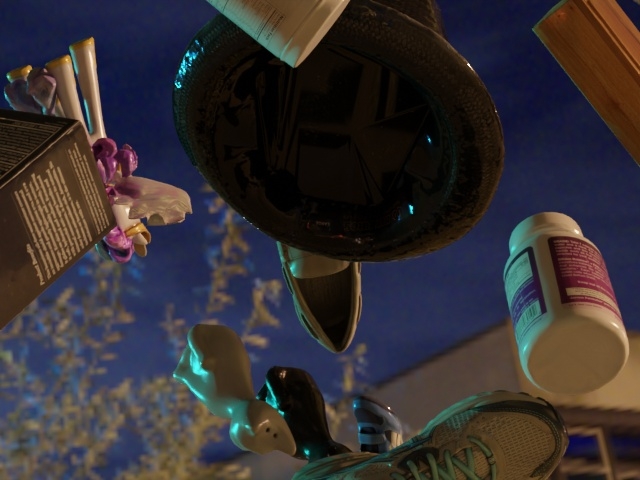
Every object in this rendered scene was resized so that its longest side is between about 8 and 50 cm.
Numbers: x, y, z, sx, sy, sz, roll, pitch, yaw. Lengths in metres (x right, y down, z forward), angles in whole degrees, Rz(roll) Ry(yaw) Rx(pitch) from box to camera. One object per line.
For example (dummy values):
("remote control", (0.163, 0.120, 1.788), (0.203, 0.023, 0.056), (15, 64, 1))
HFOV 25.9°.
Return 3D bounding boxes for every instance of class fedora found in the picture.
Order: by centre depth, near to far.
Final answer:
("fedora", (0.028, -0.131, 1.261), (0.334, 0.152, 0.334), (14, -38, 11))

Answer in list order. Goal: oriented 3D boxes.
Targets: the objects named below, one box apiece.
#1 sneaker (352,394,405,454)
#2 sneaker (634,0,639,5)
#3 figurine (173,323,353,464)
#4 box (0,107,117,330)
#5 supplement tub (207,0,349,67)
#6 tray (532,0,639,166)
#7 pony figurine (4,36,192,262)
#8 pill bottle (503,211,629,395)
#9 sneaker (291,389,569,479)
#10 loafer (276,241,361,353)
("sneaker", (0.074, 0.259, 1.743), (0.053, 0.144, 0.059), (-3, 30, 41))
("sneaker", (0.342, -0.285, 1.458), (0.051, 0.134, 0.070), (25, -70, -38))
("figurine", (-0.053, 0.205, 1.611), (0.215, 0.209, 0.092), (34, -84, -38))
("box", (-0.486, -0.027, 1.824), (0.296, 0.294, 0.182), (11, -50, 33))
("supplement tub", (-0.039, -0.177, 0.952), (0.107, 0.071, 0.071), (37, -31, -1))
("tray", (0.425, -0.133, 1.701), (0.076, 0.411, 0.203), (-38, 3, 23))
("pony figurine", (-0.352, -0.102, 2.106), (0.303, 0.363, 0.351), (-17, 15, 6))
("pill bottle", (0.386, 0.092, 2.238), (0.169, 0.301, 0.169), (-1, -52, -1))
("sneaker", (0.091, 0.228, 1.243), (0.283, 0.110, 0.122), (-25, 5, 14))
("loafer", (0.000, 0.000, 1.722), (0.112, 0.111, 0.319), (-17, -53, -5))
